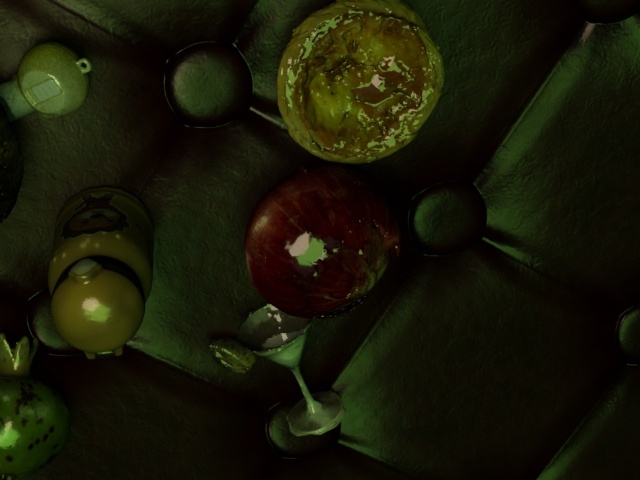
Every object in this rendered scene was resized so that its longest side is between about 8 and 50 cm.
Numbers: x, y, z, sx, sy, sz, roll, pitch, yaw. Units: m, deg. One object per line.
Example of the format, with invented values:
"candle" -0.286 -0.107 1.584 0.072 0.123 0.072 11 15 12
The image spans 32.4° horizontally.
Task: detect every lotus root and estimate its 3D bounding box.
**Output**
"lotus root" -0.166 0.208 2.022 0.099 0.049 0.054 31 114 -21

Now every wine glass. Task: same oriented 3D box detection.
"wine glass" -0.044 0.238 2.010 0.156 0.156 0.232 -22 120 1

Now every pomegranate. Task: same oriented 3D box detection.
"pomegranate" -0.544 0.299 1.941 0.211 0.211 0.263 5 72 -11

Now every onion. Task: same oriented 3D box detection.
"onion" 0.000 0.000 1.857 0.276 0.276 0.276 -3 114 -7

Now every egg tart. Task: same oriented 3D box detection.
"egg tart" 0.061 -0.267 1.811 0.290 0.115 0.290 -4 116 -9

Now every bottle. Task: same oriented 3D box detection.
"bottle" -0.348 0.053 1.757 0.171 0.351 0.172 -4 114 -8

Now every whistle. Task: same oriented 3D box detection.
"whistle" -0.454 -0.246 1.759 0.223 0.123 0.123 -19 117 24

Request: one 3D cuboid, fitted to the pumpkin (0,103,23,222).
"pumpkin" -0.621 -0.128 1.702 0.320 0.192 0.320 1 102 3
